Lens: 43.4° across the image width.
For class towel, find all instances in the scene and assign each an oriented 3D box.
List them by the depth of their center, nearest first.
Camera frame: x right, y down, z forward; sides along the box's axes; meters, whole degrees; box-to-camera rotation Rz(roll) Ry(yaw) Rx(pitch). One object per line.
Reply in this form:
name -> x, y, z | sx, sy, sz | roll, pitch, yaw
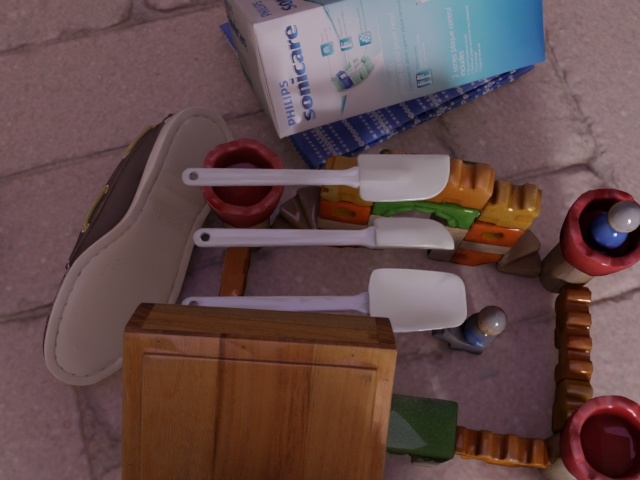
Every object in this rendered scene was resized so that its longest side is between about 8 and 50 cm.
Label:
towel -> 0.077, -0.249, 1.009 | 0.336, 0.040, 0.243 | -27, 72, -13

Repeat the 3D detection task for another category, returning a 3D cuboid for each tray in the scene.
tray -> -0.059, 0.262, 0.666 | 0.203, 0.076, 0.410 | 4, 106, -2

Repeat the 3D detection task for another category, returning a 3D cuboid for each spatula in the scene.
spatula -> 0.000, 0.000, 0.696 | 0.242, 0.019, 0.168 | -1, 72, -3

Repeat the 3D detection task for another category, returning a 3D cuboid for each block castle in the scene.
block castle -> 0.091, 0.070, 0.795 | 0.454, 0.213, 0.302 | 8, 69, 0

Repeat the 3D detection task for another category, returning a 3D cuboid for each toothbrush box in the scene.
toothbrush box -> 0.059, -0.241, 0.872 | 0.296, 0.126, 0.216 | -17, 32, -8

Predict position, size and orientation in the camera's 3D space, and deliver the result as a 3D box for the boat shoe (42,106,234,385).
boat shoe -> -0.204, 0.001, 0.867 | 0.117, 0.097, 0.324 | 35, 69, -33
